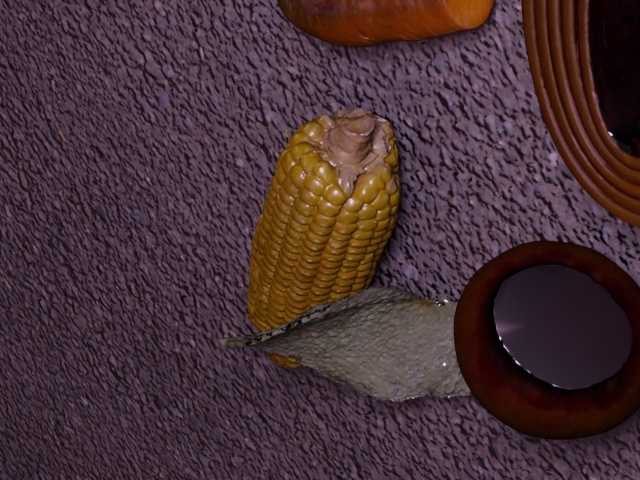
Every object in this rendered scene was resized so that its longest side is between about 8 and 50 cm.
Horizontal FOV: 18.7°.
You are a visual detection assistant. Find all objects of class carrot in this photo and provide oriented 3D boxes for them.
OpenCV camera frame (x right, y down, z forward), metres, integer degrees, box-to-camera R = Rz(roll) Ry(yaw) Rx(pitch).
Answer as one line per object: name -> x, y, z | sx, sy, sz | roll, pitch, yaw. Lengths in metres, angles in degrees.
carrot -> 0.048, -0.195, 1.566 | 0.193, 0.087, 0.087 | 14, 124, 43

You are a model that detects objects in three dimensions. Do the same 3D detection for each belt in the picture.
belt -> 0.247, -0.172, 1.311 | 0.217, 0.122, 0.339 | 28, 133, 38

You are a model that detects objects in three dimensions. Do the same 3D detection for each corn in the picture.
corn -> 0.000, 0.000, 1.731 | 0.119, 0.119, 0.322 | 45, 148, 20

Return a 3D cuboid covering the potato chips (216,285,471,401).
potato chips -> 0.035, 0.095, 1.715 | 0.167, 0.228, 0.059 | 128, 152, -48

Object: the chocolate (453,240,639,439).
chocolate -> 0.187, 0.082, 1.544 | 0.176, 0.176, 0.177 | 29, 134, 36
